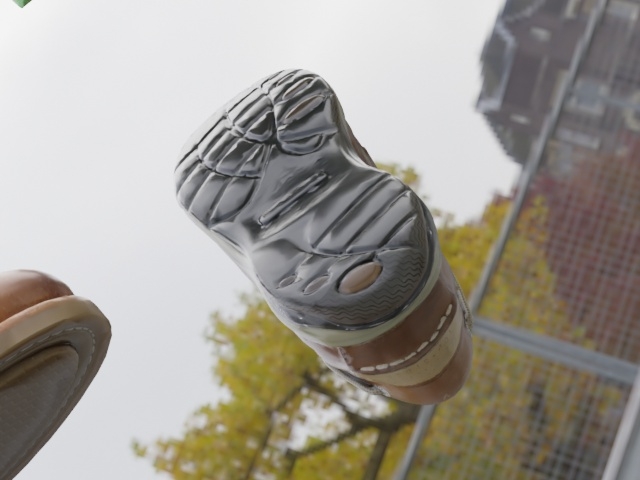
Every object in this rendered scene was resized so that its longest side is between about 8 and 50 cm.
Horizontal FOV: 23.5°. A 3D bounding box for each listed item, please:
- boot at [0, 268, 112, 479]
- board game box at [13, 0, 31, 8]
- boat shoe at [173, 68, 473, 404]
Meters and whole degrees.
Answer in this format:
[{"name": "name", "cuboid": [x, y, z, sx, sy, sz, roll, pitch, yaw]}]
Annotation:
[{"name": "boot", "cuboid": [-0.223, 0.023, 0.583, 0.283, 0.220, 0.109, -35, -20, 27]}, {"name": "board game box", "cuboid": [-0.119, -0.330, 1.171, 0.317, 0.046, 0.213, -46, -3, -26]}, {"name": "boat shoe", "cuboid": [0.000, 0.000, 0.934, 0.123, 0.324, 0.120, -34, -60, 2]}]
